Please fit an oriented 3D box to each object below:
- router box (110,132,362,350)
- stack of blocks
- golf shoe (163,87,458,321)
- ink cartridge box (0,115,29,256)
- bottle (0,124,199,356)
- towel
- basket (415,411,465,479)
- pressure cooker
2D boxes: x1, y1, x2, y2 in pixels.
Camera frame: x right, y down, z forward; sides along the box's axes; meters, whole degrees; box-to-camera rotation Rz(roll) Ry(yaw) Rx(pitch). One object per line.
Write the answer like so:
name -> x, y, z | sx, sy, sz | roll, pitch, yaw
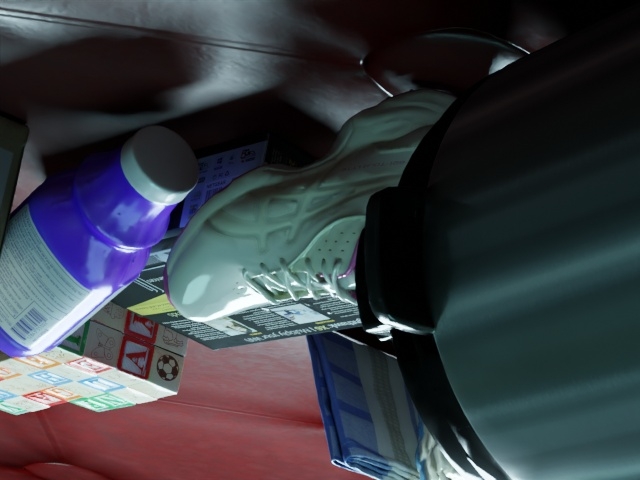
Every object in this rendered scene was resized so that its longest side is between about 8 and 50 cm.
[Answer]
router box -> -0.078, 0.011, 1.676 | 0.309, 0.081, 0.243 | -12, 149, 42
stack of blocks -> -0.307, 0.132, 2.058 | 0.171, 0.087, 0.297 | 25, 154, -33
golf shoe -> 0.000, 0.000, 1.421 | 0.306, 0.140, 0.115 | -31, 137, 23
ink cartridge box -> -0.362, 0.010, 1.589 | 0.088, 0.235, 0.193 | 23, 153, -31
bottle -> -0.210, -0.002, 1.561 | 0.118, 0.092, 0.283 | 53, 131, 2
towel -> 0.112, 0.205, 1.943 | 0.285, 0.209, 0.034 | 25, 123, -31
basket -> 0.243, 0.169, 1.788 | 0.255, 0.201, 0.289 | 17, 133, -17
pressure cooker -> 0.254, 0.019, 1.198 | 0.370, 0.375, 0.420 | 51, 144, -13
